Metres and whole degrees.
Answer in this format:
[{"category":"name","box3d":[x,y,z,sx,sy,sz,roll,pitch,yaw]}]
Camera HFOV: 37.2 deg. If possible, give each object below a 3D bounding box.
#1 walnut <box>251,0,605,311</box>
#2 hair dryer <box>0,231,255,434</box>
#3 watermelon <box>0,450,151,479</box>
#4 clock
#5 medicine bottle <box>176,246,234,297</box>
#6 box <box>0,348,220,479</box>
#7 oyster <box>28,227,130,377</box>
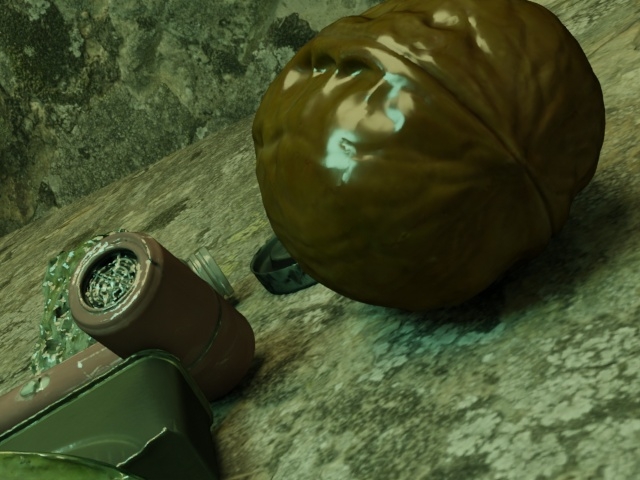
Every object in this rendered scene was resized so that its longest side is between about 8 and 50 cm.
[{"category":"walnut","box3d":[0.102,-0.101,0.996,0.354,0.308,0.398,-56,23,-8]},{"category":"hair dryer","box3d":[-0.273,0.144,1.090,0.352,0.210,0.125,-30,50,10]},{"category":"watermelon","box3d":[-0.178,0.265,0.697,0.310,0.232,0.193,13,10,-10]},{"category":"clock","box3d":[0.000,0.000,1.361,0.215,0.042,0.215,-29,17,10]},{"category":"medicine bottle","box3d":[-0.225,0.094,1.368,0.191,0.107,0.107,-33,17,-8]},{"category":"box","box3d":[-0.230,0.239,0.929,0.274,0.138,0.178,-33,21,-5]},{"category":"oyster","box3d":[-0.287,0.123,1.245,0.198,0.268,0.112,-16,-21,0]}]
